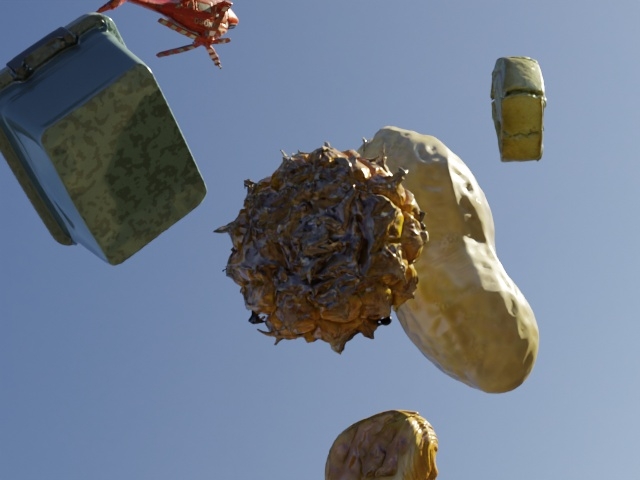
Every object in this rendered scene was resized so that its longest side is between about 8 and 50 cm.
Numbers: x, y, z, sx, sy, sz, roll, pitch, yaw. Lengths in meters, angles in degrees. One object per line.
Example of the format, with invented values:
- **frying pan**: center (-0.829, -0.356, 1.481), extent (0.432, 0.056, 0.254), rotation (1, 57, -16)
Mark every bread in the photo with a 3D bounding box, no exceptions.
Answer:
- **bread**: center (0.255, -0.172, 1.760), extent (0.064, 0.156, 0.117), rotation (1, -45, 1)
- **bread**: center (0.050, 0.185, 1.138), extent (0.110, 0.083, 0.044), rotation (-29, -43, 35)

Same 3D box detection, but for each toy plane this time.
- **toy plane**: center (-0.177, -0.264, 1.595), extent (0.194, 0.077, 0.126), rotation (-1, -21, -27)

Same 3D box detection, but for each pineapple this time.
- **pineapple**: center (0.000, 0.000, 1.315), extent (0.225, 0.225, 0.076), rotation (-44, -19, -4)

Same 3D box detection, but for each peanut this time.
- **peanut**: center (0.132, 0.021, 1.458), extent (0.149, 0.313, 0.149), rotation (-19, -25, -9)

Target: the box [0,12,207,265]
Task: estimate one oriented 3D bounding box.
- **box**: center (-0.221, -0.094, 1.357), extent (0.162, 0.130, 0.227), rotation (-38, -44, -17)
